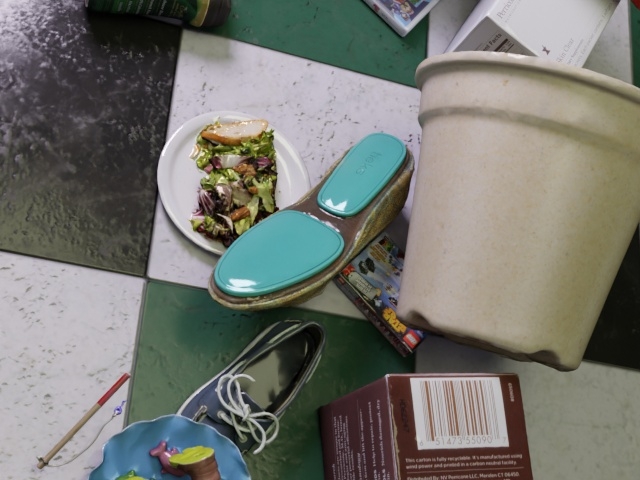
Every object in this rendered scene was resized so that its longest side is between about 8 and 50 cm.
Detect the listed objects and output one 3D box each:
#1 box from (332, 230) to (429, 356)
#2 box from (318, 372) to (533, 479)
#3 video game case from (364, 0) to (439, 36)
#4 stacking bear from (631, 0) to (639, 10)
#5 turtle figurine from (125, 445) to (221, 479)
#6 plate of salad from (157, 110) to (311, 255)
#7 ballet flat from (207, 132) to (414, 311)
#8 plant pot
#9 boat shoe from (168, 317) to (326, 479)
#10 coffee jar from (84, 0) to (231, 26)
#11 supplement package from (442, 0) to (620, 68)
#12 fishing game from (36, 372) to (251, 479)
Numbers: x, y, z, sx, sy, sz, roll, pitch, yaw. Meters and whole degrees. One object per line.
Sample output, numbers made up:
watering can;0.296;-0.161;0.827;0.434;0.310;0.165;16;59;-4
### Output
box;0.094;0.068;1.337;0.137;0.027;0.094;48;60;0
box;0.115;0.249;1.177;0.169;0.203;0.167;2;70;-21
video game case;0.112;-0.418;1.530;0.183;0.023;0.201;43;60;-2
stacking bear;0.388;-0.412;1.336;0.289;0.175;0.164;48;59;-8
turtle figurine;-0.131;0.335;1.063;0.270;0.087;0.217;-24;103;-12
plate of salad;-0.102;-0.075;1.300;0.200;0.048;0.199;8;68;-20
ballet flat;0.000;0.000;1.274;0.123;0.123;0.348;46;56;-1
plant pot;0.234;-0.018;1.239;0.334;0.334;0.305;18;83;-15
boat shoe;-0.083;0.186;1.191;0.254;0.079;0.095;-43;98;-27
coffee jar;-0.205;-0.330;1.336;0.184;0.079;0.096;5;66;-20
supplement package;0.291;-0.301;1.455;0.145;0.204;0.262;36;62;-5
fishing game;-0.165;0.280;1.113;0.189;0.041;0.264;-45;97;-6
